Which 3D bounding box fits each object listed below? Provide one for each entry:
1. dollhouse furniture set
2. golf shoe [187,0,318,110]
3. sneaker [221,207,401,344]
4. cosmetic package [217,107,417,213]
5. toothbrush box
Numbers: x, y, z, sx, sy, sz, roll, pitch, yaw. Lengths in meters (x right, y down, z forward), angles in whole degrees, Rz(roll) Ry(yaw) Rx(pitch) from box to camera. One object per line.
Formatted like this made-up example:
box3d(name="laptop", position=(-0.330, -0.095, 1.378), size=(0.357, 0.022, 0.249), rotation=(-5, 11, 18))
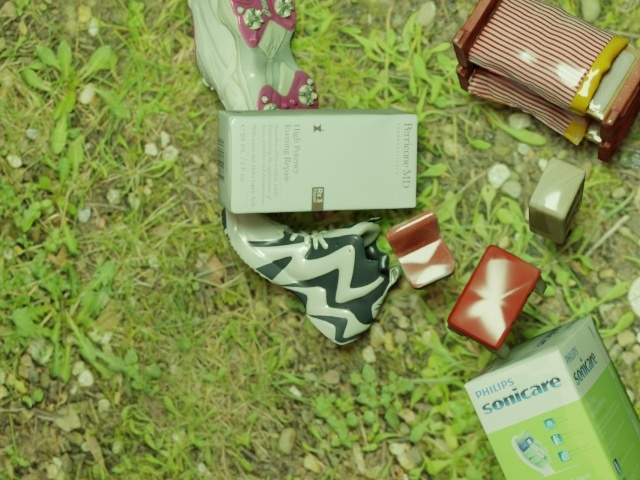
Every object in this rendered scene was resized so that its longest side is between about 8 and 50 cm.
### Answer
box3d(name="dollhouse furniture set", position=(0.200, -0.086, 1.428), size=(0.201, 0.152, 0.374), rotation=(28, 81, 15))
box3d(name="golf shoe", position=(-0.086, -0.198, 1.635), size=(0.140, 0.115, 0.306), rotation=(-2, 101, 47))
box3d(name="sneaker", position=(0.000, 0.000, 1.621), size=(0.235, 0.094, 0.153), rotation=(46, 109, 10))
box3d(name="cosmetic package", position=(-0.004, -0.096, 1.548), size=(0.231, 0.085, 0.117), rotation=(-3, 102, -16))
box3d(name="toothbrush box", position=(0.296, 0.249, 1.477), size=(0.122, 0.206, 0.283), rotation=(-24, 89, 23))
